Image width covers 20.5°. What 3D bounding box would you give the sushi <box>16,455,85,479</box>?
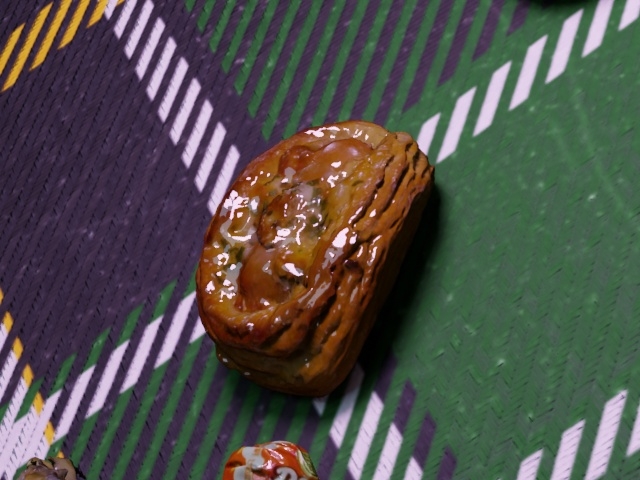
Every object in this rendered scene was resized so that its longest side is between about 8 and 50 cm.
[{"bbox_3d":[-0.215,0.276,1.483,0.139,0.131,0.291,-58,31,-3],"label":"sushi"}]

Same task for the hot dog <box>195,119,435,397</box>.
[{"bbox_3d":[0.000,0.000,1.600,0.196,0.122,0.272,10,65,38],"label":"hot dog"}]

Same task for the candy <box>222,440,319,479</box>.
[{"bbox_3d":[-0.118,0.234,1.550,0.287,0.078,0.084,-15,70,36],"label":"candy"}]
